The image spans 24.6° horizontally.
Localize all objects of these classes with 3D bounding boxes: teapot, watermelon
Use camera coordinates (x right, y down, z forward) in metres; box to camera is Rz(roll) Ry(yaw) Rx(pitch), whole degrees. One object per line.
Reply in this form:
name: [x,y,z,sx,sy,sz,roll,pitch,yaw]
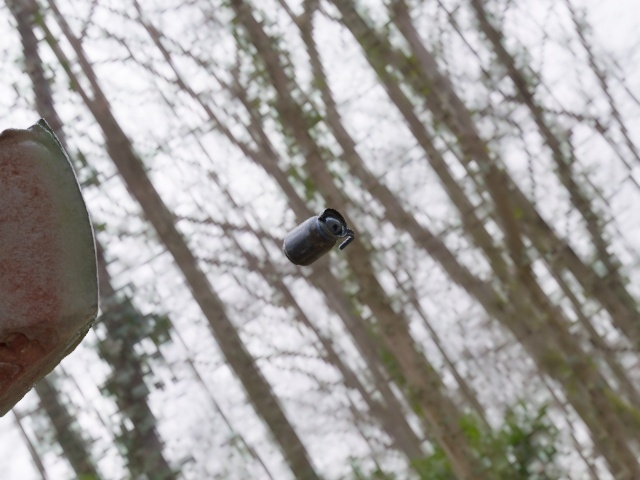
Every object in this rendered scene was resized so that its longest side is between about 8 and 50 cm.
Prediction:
teapot: [-0.002,0.002,1.849,0.083,0.063,0.049,-35,17,37]
watermelon: [-0.318,0.046,1.382,0.310,0.193,0.232,-45,-6,35]
